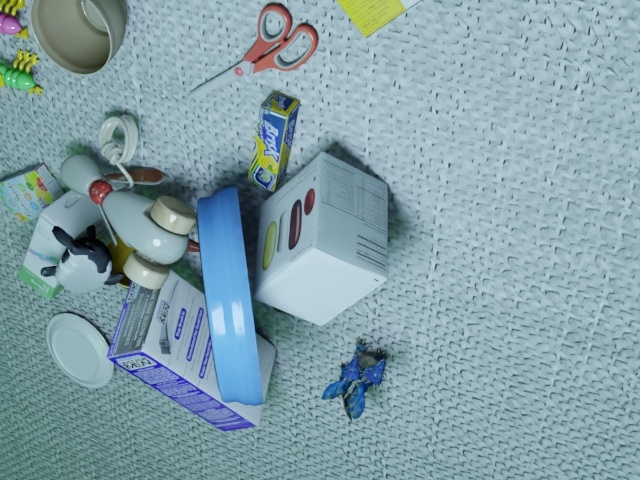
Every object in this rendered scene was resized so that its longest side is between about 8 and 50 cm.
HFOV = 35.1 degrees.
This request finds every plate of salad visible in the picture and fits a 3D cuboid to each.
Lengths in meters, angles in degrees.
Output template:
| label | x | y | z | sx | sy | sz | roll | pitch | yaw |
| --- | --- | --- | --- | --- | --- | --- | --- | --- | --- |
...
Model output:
| label | x | y | z | sx | sy | sz | roll | pitch | yaw |
| --- | --- | --- | --- | --- | --- | --- | --- | --- | --- |
| plate of salad | -0.555 | 0.253 | 2.352 | 0.200 | 0.048 | 0.199 | 14 | 120 | 25 |

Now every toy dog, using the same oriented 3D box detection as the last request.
| label | x | y | z | sx | sy | sz | roll | pitch | yaw |
| --- | --- | --- | --- | --- | --- | --- | --- | --- | --- |
| toy dog | -0.338 | -0.055 | 1.914 | 0.220 | 0.161 | 0.333 | -38 | 66 | 21 |

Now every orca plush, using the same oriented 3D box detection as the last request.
| label | x | y | z | sx | sy | sz | roll | pitch | yaw |
| --- | --- | --- | --- | --- | --- | --- | --- | --- | --- |
| orca plush | -0.456 | 0.015 | 1.905 | 0.151 | 0.102 | 0.287 | -2 | 162 | 2 |

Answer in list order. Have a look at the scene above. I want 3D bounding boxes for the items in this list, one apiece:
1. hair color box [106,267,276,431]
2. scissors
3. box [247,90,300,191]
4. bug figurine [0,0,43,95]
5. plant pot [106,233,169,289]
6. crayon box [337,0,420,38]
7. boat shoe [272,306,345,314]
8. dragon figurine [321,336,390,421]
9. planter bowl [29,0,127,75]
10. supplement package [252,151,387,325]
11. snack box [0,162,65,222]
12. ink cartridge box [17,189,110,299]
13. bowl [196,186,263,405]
| label | x | y | z | sx | sy | sz | roll | pitch | yaw |
| --- | --- | --- | --- | --- | --- | --- | --- | --- | --- |
| hair color box | -0.244 | 0.221 | 1.986 | 0.110 | 0.185 | 0.339 | -14 | 139 | 34 |
| scissors | -0.119 | -0.288 | 1.717 | 0.109 | 0.021 | 0.297 | 43 | 131 | -10 |
| box | -0.082 | -0.171 | 1.761 | 0.054 | 0.059 | 0.168 | 21 | 132 | 10 |
| bug figurine | -0.635 | -0.371 | 1.900 | 0.216 | 0.072 | 0.278 | 14 | 129 | 18 |
| plant pot | -0.365 | 0.051 | 2.053 | 0.134 | 0.134 | 0.095 | 25 | 159 | 10 |
| crayon box | 0.053 | -0.475 | 1.440 | 0.202 | 0.081 | 0.318 | -27 | 109 | 39 |
| boat shoe | -0.018 | 0.111 | 1.934 | 0.207 | 0.073 | 0.073 | -14 | 118 | 37 |
| dragon figurine | 0.060 | 0.289 | 1.978 | 0.085 | 0.144 | 0.289 | 32 | 133 | 4 |
| planter bowl | -0.400 | -0.381 | 1.739 | 0.162 | 0.109 | 0.162 | 15 | 131 | 18 |
| supplement package | 0.000 | 0.000 | 1.722 | 0.149 | 0.203 | 0.194 | 24 | 138 | -27 |
| snack box | -0.605 | -0.098 | 2.116 | 0.141 | 0.037 | 0.100 | -13 | 116 | 35 |
| ink cartridge box | -0.514 | -0.002 | 2.057 | 0.093 | 0.154 | 0.212 | 36 | 133 | 5 |
| bowl | -0.162 | 0.101 | 1.799 | 0.077 | 0.391 | 0.391 | -7 | 126 | -5 |
